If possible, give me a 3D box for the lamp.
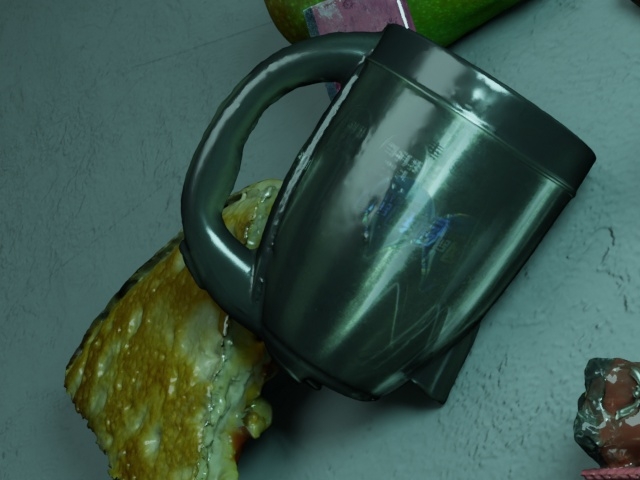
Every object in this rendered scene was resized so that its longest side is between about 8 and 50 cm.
[{"bbox_3d":[0.299,0.116,0.857,0.253,0.118,0.118,-13,52,46],"label":"lamp"}]

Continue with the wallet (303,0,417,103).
[{"bbox_3d":[0.065,-0.148,1.301,0.119,0.025,0.232,-16,92,32],"label":"wallet"}]

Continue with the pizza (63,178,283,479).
[{"bbox_3d":[-0.133,0.176,1.309,0.440,0.130,0.406,-41,44,39],"label":"pizza"}]

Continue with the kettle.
[{"bbox_3d":[0.034,-0.024,1.139,0.324,0.321,0.228,-57,1,6],"label":"kettle"}]

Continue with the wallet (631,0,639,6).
[{"bbox_3d":[0.390,-0.297,1.157,0.230,0.042,0.124,-46,33,10],"label":"wallet"}]

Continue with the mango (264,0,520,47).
[{"bbox_3d":[0.100,-0.303,1.380,0.382,0.201,0.225,-4,49,35],"label":"mango"}]
